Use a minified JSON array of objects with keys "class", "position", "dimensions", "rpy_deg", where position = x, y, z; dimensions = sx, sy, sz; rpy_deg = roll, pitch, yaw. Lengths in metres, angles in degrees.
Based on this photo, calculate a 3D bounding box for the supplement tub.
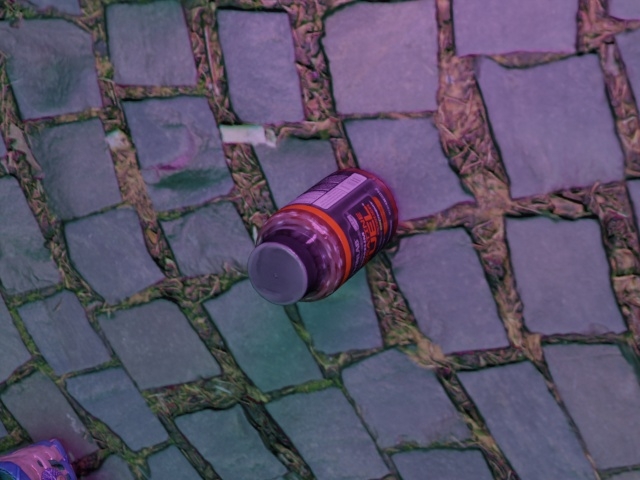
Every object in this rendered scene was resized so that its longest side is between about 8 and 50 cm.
[{"class":"supplement tub","position":[0.000,0.000,1.302],"dimensions":[0.106,0.198,0.106],"rpy_deg":[12,117,24]}]

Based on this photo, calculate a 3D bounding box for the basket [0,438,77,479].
[{"class":"basket","position":[-0.437,0.412,1.665],"dimensions":[0.201,0.289,0.254],"rpy_deg":[-23,100,34]}]
